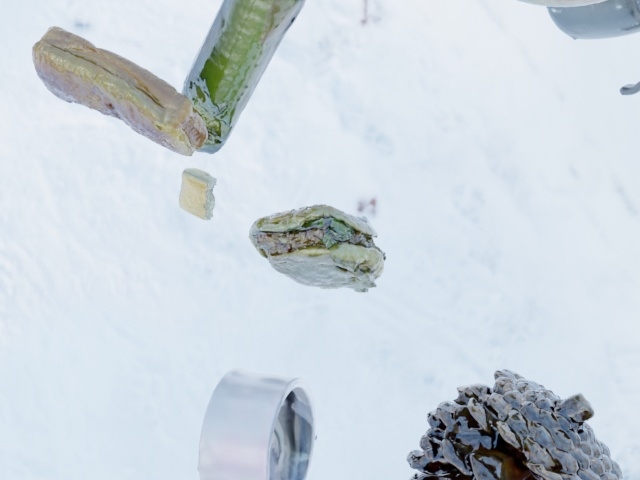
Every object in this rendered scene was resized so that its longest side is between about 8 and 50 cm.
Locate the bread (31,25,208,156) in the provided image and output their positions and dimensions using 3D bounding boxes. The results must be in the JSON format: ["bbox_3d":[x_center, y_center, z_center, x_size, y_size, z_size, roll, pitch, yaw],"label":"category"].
[{"bbox_3d":[-0.288,-0.206,1.646,0.271,0.139,0.077,29,75,18],"label":"bread"}]

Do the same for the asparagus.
[{"bbox_3d":[-0.124,-0.267,1.676,0.108,0.382,0.128,22,30,-16],"label":"asparagus"}]

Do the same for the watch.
[{"bbox_3d":[-0.102,0.300,1.647,0.196,0.244,0.231,4,83,18],"label":"watch"}]

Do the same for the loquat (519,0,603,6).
[{"bbox_3d":[0.295,-0.413,1.358,0.276,0.284,0.276,11,74,-43],"label":"loquat"}]

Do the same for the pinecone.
[{"bbox_3d":[0.194,0.260,1.239,0.224,0.272,0.224,29,26,-16],"label":"pinecone"}]

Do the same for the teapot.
[{"bbox_3d":[0.543,-0.412,1.973,0.223,0.285,0.305,9,94,-44],"label":"teapot"}]

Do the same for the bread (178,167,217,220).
[{"bbox_3d":[-0.212,-0.081,1.983,0.070,0.083,0.035,23,35,27],"label":"bread"}]

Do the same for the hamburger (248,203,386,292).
[{"bbox_3d":[0.000,0.000,1.831,0.206,0.183,0.130,32,59,-46],"label":"hamburger"}]
